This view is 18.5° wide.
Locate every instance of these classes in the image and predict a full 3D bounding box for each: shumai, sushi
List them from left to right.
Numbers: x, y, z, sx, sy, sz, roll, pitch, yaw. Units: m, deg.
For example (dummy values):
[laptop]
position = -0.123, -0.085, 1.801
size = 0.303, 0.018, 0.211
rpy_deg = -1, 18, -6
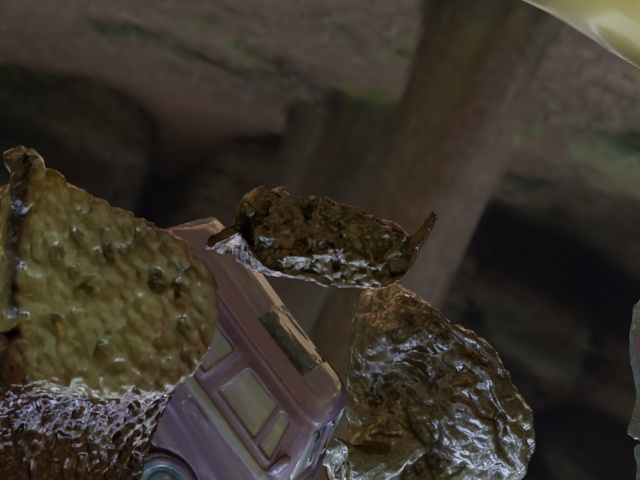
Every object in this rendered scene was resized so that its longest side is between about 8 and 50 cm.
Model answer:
[sushi]
position = 0.000, 0.000, 1.062
size = 0.120, 0.052, 0.055
rpy_deg = 12, 167, -2
[shumai]
position = 0.068, 0.150, 1.650
size = 0.206, 0.175, 0.166
rpy_deg = 53, 165, -3

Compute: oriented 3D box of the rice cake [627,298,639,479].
[rice cake]
position = 0.173, 0.152, 0.983
size = 0.081, 0.290, 0.051
rpy_deg = 4, 164, 28

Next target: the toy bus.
[toy bus]
position = -0.079, 0.096, 1.318
size = 0.202, 0.142, 0.142
rpy_deg = 53, -168, 3

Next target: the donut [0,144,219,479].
[donut]
position = -0.134, 0.068, 0.969
size = 0.126, 0.187, 0.144
rpy_deg = 19, 164, -18

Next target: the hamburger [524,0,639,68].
[hamburger]
position = 0.199, -0.227, 0.898
size = 0.395, 0.277, 0.396
rpy_deg = 25, -164, -8
